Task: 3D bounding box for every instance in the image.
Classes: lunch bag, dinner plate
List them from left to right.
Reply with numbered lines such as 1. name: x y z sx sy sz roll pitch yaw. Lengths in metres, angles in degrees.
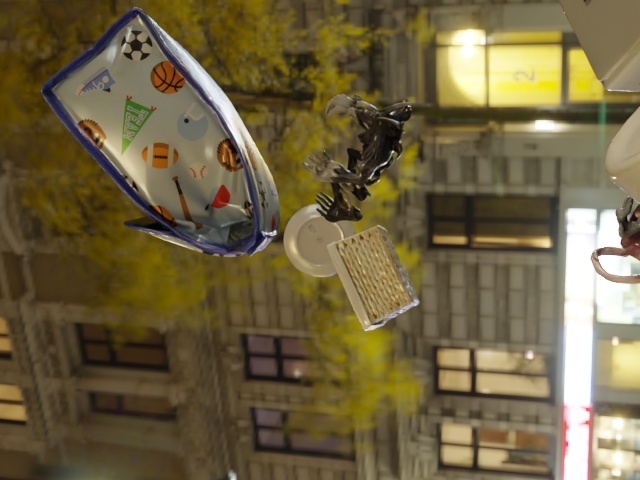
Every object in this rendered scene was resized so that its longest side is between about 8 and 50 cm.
1. lunch bag: -0.220 -0.131 1.578 0.385 0.239 0.328 49 -176 -1
2. dinner plate: 0.000 0.000 1.885 0.017 0.141 0.141 -108 19 -86

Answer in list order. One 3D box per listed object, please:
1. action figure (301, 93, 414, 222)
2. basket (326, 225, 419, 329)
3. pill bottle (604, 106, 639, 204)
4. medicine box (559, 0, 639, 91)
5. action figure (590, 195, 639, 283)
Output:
1. action figure: 0.050 -0.141 1.549 0.164 0.141 0.276 -63 -1 -33
2. basket: 0.098 0.065 1.772 0.167 0.103 0.113 67 -170 9
3. pill bottle: 0.372 -0.035 0.853 0.131 0.229 0.131 -49 8 9
4. medicine box: 0.387 -0.293 1.005 0.149 0.289 0.264 123 138 -50
5. action figure: 0.703 0.046 1.722 0.276 0.370 0.248 -60 7 29
